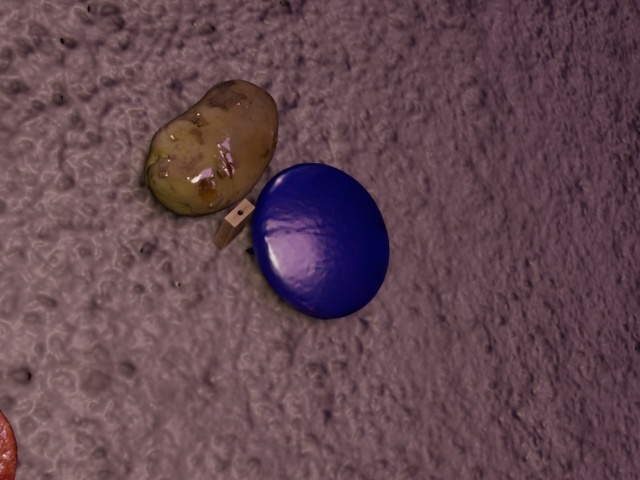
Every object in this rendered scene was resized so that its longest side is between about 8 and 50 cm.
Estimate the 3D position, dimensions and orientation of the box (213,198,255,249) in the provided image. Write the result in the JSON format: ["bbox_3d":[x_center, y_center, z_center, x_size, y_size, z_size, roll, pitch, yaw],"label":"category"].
[{"bbox_3d":[-0.137,-0.025,1.317,0.024,0.083,0.053,42,55,2],"label":"box"}]

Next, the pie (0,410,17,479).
[{"bbox_3d":[-0.464,0.274,1.031,0.182,0.049,0.182,9,74,-33],"label":"pie"}]

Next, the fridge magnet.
[{"bbox_3d":[0.000,0.000,1.387,0.265,0.112,0.266,10,73,-32],"label":"fridge magnet"}]

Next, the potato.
[{"bbox_3d":[-0.158,-0.140,1.296,0.262,0.165,0.165,-45,103,-31],"label":"potato"}]
